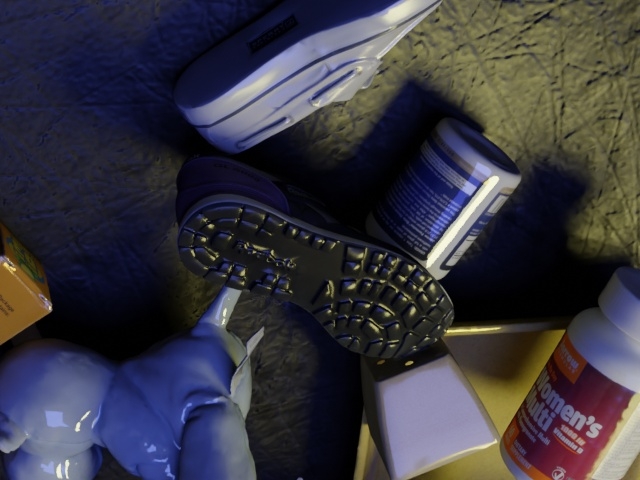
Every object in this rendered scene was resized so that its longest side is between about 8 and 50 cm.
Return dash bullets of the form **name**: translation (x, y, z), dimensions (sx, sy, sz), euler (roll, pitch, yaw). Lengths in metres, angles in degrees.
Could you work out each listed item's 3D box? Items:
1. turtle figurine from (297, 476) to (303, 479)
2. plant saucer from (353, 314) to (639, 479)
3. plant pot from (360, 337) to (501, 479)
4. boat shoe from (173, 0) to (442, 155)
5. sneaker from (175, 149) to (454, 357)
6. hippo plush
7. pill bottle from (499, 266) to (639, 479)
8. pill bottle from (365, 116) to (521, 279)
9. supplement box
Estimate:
- **turtle figurine**: translation (0.067, 0.369, 1.455), dimensions (0.275, 0.198, 0.266), euler (20, 78, -66)
- **plant saucer**: translation (0.185, 0.204, 1.570), dimensions (0.333, 0.081, 0.332), euler (-2, 121, -15)
- **plant pot**: translation (0.092, 0.145, 1.400), dimensions (0.109, 0.109, 0.096), euler (-22, 113, -2)
- **boat shoe**: translation (0.006, -0.159, 1.284), dimensions (0.267, 0.096, 0.088), euler (-32, 131, 7)
- **sneaker**: translation (0.000, 0.000, 1.325), dimensions (0.283, 0.124, 0.107), euler (28, 118, -28)
- **hippo plush**: translation (-0.182, 0.180, 1.351), dimensions (0.236, 0.234, 0.294), euler (2, 134, -9)
- **pill bottle**: translation (0.273, 0.142, 1.436), dimensions (0.121, 0.121, 0.221), euler (16, 115, -24)
- **pill bottle**: translation (0.101, -0.023, 1.395), dimensions (0.094, 0.094, 0.169), euler (28, 110, -29)
- **supplement box**: translation (-0.356, 0.081, 1.335), dimensions (0.233, 0.080, 0.078), euler (-32, 125, 6)
